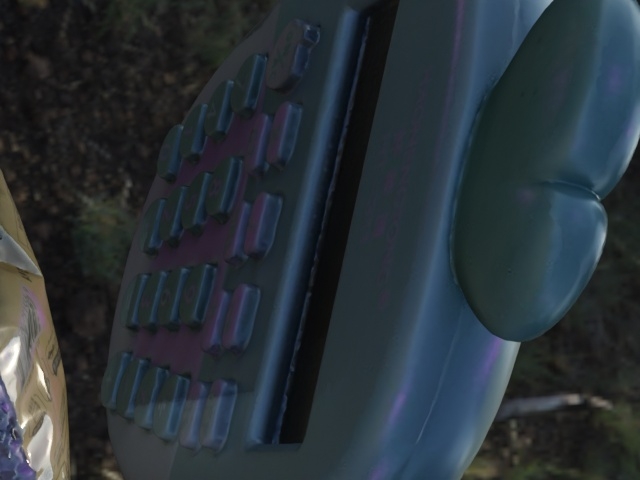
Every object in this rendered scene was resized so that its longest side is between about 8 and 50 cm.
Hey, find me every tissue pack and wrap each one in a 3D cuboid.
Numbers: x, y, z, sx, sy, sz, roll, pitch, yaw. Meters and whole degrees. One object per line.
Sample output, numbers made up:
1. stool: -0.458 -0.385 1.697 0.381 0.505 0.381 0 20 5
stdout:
1. tissue pack: -0.231 0.073 0.954 0.257 0.123 0.215 -105 -174 -56

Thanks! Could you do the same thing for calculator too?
1. calculator: 0.000 0.000 0.434 0.041 0.299 0.186 19 74 -24
